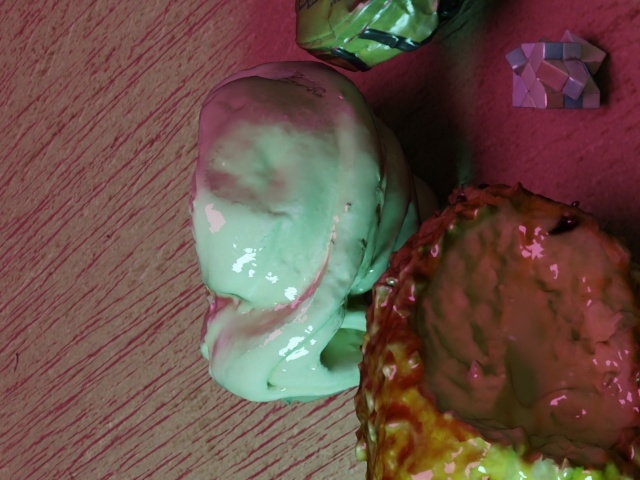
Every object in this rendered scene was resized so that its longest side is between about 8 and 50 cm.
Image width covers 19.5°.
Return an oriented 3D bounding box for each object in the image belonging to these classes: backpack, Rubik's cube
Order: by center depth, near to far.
[{"bbox_3d":[0.218,-0.156,1.702,0.084,0.075,0.073,4,96,50],"label":"Rubik's cube"},{"bbox_3d":[0.067,-0.276,1.790,0.207,0.140,0.253,-26,41,49],"label":"backpack"}]

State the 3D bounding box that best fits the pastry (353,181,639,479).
[{"bbox_3d":[0.173,0.168,1.607,0.337,0.292,0.405,94,175,-50],"label":"pastry"}]

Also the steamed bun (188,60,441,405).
[{"bbox_3d":[0.000,0.000,1.835,0.339,0.247,0.352,-80,-9,-78],"label":"steamed bun"}]
